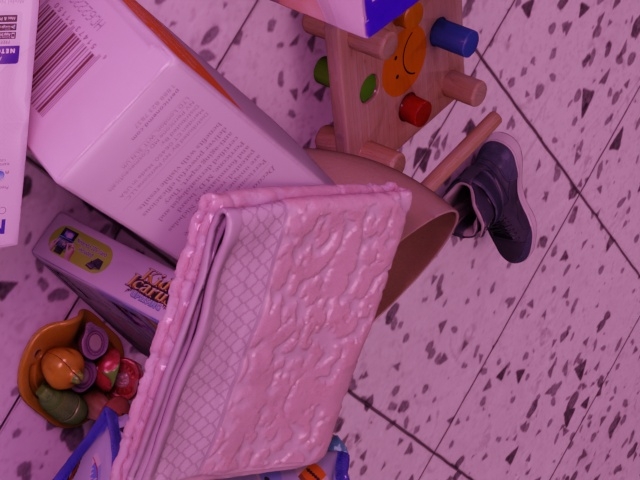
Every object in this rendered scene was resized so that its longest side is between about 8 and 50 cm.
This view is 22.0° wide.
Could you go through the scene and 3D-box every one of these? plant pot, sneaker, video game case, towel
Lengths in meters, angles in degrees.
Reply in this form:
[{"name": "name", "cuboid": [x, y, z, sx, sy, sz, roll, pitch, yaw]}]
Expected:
[{"name": "plant pot", "cuboid": [0.000, 0.000, 1.986, 0.284, 0.191, 0.284, -42, 168, -11]}, {"name": "sneaker", "cuboid": [0.247, -0.025, 2.443, 0.163, 0.086, 0.226, -51, 137, -39]}, {"name": "video game case", "cuboid": [-0.157, 0.094, 1.817, 0.061, 0.244, 0.269, -56, 147, -12]}, {"name": "towel", "cuboid": [-0.050, 0.099, 1.691, 0.317, 0.053, 0.332, -4, 119, -52]}]

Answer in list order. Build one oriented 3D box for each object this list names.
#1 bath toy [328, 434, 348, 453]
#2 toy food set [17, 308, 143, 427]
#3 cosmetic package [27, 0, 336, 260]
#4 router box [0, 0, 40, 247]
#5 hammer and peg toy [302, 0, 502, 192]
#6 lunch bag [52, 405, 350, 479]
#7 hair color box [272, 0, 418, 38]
[{"name": "bath toy", "cuboid": [-0.118, 0.359, 2.164, 0.348, 0.129, 0.151, -36, 138, -36]}, {"name": "toy food set", "cuboid": [-0.255, 0.167, 1.888, 0.128, 0.071, 0.218, -57, 147, -12]}, {"name": "cosmetic package", "cuboid": [-0.145, -0.097, 1.690, 0.161, 0.230, 0.453, -46, 148, 4]}, {"name": "router box", "cuboid": [-0.408, -0.125, 1.377, 0.335, 0.082, 0.301, -9, 121, -33]}, {"name": "hammer and peg toy", "cuboid": [0.106, -0.194, 2.106, 0.266, 0.127, 0.361, -42, 142, -33]}, {"name": "lunch bag", "cuboid": [-0.175, 0.388, 1.892, 0.328, 0.239, 0.385, 14, 132, -26]}, {"name": "hair color box", "cuboid": [-0.062, -0.340, 1.568, 0.110, 0.339, 0.185, -39, 140, -31]}]
